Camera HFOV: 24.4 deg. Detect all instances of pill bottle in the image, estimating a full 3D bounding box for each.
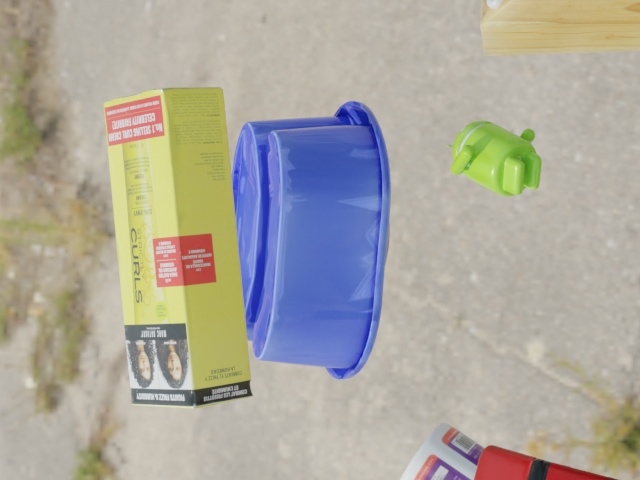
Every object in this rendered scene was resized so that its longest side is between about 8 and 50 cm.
[{"bbox_3d":[0.195,0.311,1.752,0.193,0.108,0.108,34,117,14],"label":"pill bottle"}]

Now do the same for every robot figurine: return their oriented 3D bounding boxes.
[{"bbox_3d":[0.191,-0.091,1.627,0.115,0.101,0.067,35,136,47],"label":"robot figurine"}]

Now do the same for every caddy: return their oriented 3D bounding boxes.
[{"bbox_3d":[0.000,0.000,1.797,0.241,0.179,0.341,-151,64,-68],"label":"caddy"}]

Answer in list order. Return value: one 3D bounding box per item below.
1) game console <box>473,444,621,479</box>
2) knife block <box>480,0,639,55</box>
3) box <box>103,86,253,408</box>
[{"bbox_3d":[0.149,0.220,0.986,0.085,0.124,0.144,37,-114,-78],"label":"game console"},{"bbox_3d":[0.256,-0.158,0.816,0.275,0.242,0.088,-37,35,43],"label":"knife block"},{"bbox_3d":[-0.107,0.006,1.103,0.087,0.058,0.232,-3,91,49],"label":"box"}]
